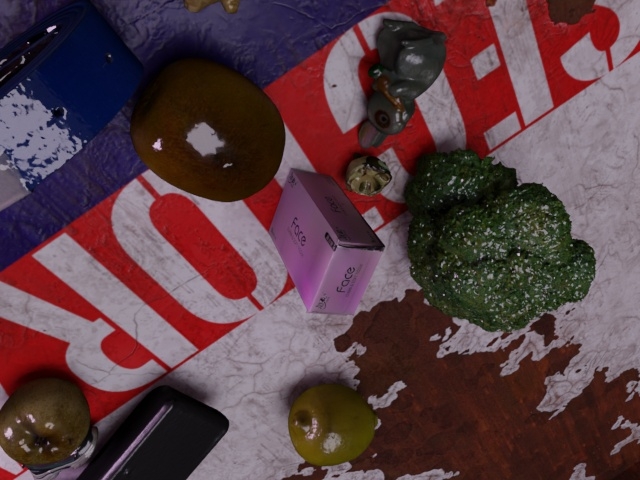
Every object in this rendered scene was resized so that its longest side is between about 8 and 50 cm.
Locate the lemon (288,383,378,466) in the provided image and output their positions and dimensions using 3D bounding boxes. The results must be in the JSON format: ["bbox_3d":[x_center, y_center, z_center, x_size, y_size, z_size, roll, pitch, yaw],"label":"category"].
[{"bbox_3d":[0.029,0.427,1.419,0.248,0.184,0.184,10,119,-36],"label":"lemon"}]

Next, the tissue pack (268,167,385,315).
[{"bbox_3d":[0.000,0.000,1.058,0.092,0.246,0.149,6,120,-28],"label":"tissue pack"}]

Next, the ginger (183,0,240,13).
[{"bbox_3d":[-0.054,-0.413,0.827,0.354,0.126,0.190,-12,117,-20],"label":"ginger"}]

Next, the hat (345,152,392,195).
[{"bbox_3d":[0.085,-0.126,1.132,0.077,0.059,0.076,15,132,-26],"label":"hat"}]

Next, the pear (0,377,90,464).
[{"bbox_3d":[-0.515,0.338,1.137,0.167,0.136,0.167,-9,122,-16],"label":"pear"}]

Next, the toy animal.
[{"bbox_3d":[0.136,-0.246,1.036,0.138,0.108,0.236,-8,127,-20],"label":"toy animal"}]

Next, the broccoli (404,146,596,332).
[{"bbox_3d":[0.328,0.018,1.195,0.413,0.310,0.321,30,104,0],"label":"broccoli"}]

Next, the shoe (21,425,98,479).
[{"bbox_3d":[-0.536,0.417,1.232,0.169,0.071,0.099,-32,127,4],"label":"shoe"}]

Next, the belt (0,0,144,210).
[{"bbox_3d":[-0.397,-0.158,0.791,0.347,0.212,0.117,-38,132,-1],"label":"belt"}]

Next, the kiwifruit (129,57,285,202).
[{"bbox_3d":[-0.159,-0.157,0.916,0.196,0.196,0.234,-46,135,11],"label":"kiwifruit"}]

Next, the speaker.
[{"bbox_3d":[-0.399,0.457,1.291,0.388,0.184,0.180,-49,130,-1],"label":"speaker"}]
